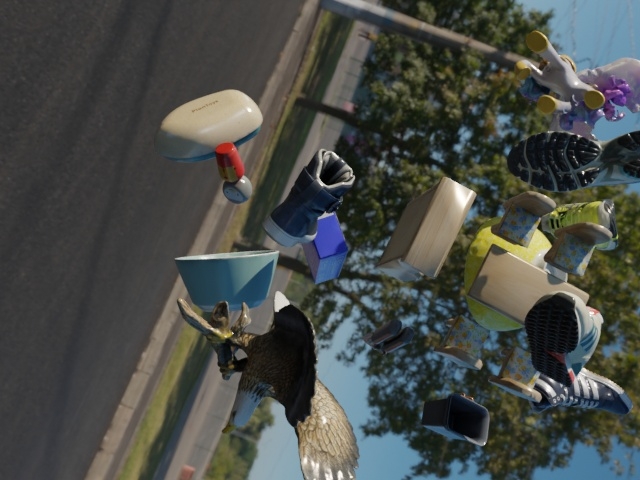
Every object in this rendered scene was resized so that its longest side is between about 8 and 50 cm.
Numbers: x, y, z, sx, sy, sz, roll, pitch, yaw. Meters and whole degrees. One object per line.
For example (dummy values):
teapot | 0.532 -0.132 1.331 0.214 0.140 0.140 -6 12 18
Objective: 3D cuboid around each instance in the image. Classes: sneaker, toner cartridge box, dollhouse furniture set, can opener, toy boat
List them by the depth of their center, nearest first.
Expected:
sneaker | 0.254 0.084 0.680 0.075 0.057 0.161 -48 143 -20
sneaker | -0.007 -0.076 1.145 0.163 0.086 0.226 -51 180 12
sneaker | 0.483 -0.132 1.203 0.122 0.283 0.109 28 64 -75
dollhouse furniture set | 0.337 0.064 1.277 0.361 0.394 0.256 -62 -178 -8
toy boat | -0.244 -0.219 1.564 0.318 0.268 0.148 -123 -166 -45
sneaker | 0.642 0.398 1.689 0.153 0.282 0.099 -54 172 -32
toner cartridge box | 0.000 0.000 1.740 0.348 0.075 0.165 102 -29 -77
can opener | 0.185 0.245 1.783 0.095 0.076 0.283 -55 180 -22
sneaker | 0.737 -0.038 1.897 0.385 0.147 0.145 17 68 -83

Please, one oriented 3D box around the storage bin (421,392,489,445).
storage bin | 0.290 0.386 1.455 0.091 0.135 0.098 -17 -129 47

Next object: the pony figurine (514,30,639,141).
pony figurine | 0.628 -0.353 1.609 0.303 0.351 0.364 -46 167 29

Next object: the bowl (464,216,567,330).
bowl | 0.494 0.086 1.602 0.156 0.289 0.289 4 -113 47

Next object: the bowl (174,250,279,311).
bowl | -0.272 0.121 1.986 0.311 0.312 0.163 -85 171 -87

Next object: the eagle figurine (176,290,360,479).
eagle figurine | -0.057 0.205 0.983 0.226 0.298 0.225 12 93 -51
